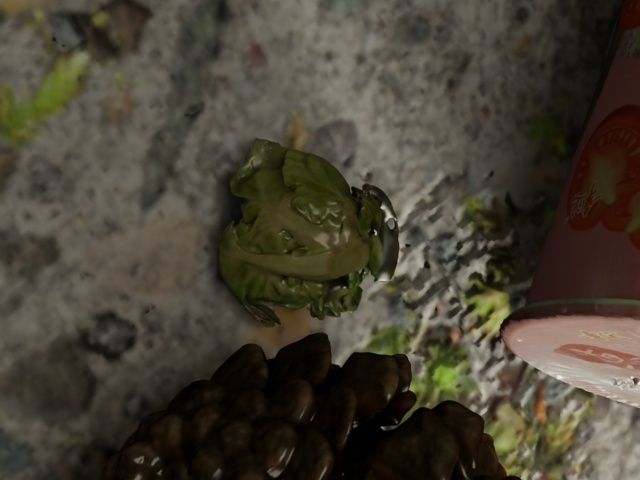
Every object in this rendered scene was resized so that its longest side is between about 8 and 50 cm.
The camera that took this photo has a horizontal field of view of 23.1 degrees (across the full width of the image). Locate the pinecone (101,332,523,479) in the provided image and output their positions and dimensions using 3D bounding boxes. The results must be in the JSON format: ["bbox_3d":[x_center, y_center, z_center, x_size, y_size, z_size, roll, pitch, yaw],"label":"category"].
[{"bbox_3d":[0.005,0.143,0.640,0.184,0.179,0.204,-42,125,-2],"label":"pinecone"}]

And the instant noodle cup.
[{"bbox_3d":[0.227,-0.036,0.722,0.243,0.243,0.231,21,76,-28],"label":"instant noodle cup"}]

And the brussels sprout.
[{"bbox_3d":[0.000,0.000,0.696,0.085,0.058,0.085,-14,112,-39],"label":"brussels sprout"}]
